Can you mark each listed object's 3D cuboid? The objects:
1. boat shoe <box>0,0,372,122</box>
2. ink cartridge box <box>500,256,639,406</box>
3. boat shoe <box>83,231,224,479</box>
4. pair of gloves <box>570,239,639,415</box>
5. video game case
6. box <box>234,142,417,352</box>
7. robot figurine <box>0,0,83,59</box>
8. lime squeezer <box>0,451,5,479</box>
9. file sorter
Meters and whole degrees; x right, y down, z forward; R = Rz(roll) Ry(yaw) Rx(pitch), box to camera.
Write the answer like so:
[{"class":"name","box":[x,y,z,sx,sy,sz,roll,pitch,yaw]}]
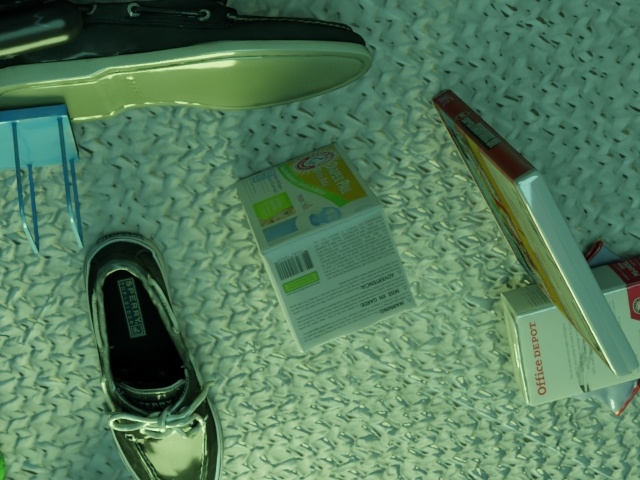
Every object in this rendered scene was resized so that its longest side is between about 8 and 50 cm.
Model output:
[{"class":"boat shoe","box":[-0.127,-0.180,1.202,0.340,0.127,0.113,-7,72,0]},{"class":"ink cartridge box","box":[0.265,0.091,1.362,0.150,0.063,0.109,-14,113,-3]},{"class":"boat shoe","box":[-0.158,0.146,1.314,0.113,0.105,0.306,-9,111,-6]},{"class":"pair of gloves","box":[0.304,0.088,1.415,0.159,0.023,0.198,30,103,-20]},{"class":"video game case","box":[0.186,-0.016,1.216,0.025,0.285,0.204,-31,112,2]},{"class":"box","box":[0.000,0.000,1.235,0.114,0.203,0.103,-22,112,-3]},{"class":"robot figurine","box":[-0.278,-0.274,1.106,0.278,0.173,0.209,-11,129,-5]},{"class":"lime squeezer","box":[-0.386,0.224,1.343,0.310,0.059,0.110,27,133,-19]},{"class":"file sorter","box":[-0.300,-0.043,1.196,0.170,0.118,0.104,-7,73,-7]}]
